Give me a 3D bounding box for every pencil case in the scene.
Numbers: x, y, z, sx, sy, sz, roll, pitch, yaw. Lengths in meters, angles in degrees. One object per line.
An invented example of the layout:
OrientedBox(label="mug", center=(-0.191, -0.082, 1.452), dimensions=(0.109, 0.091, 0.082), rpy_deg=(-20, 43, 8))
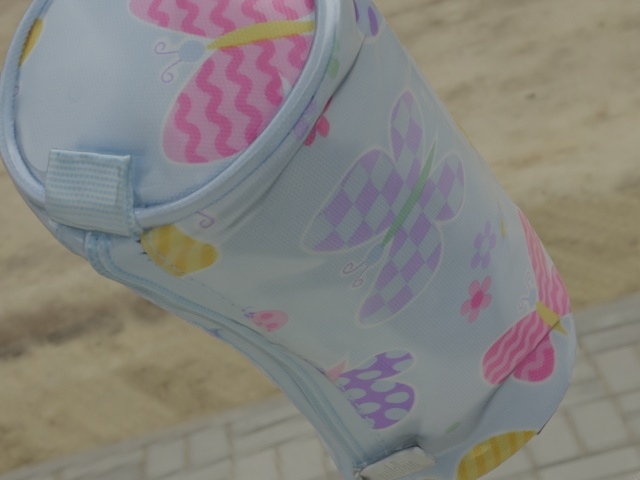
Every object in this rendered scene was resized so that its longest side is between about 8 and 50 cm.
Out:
OrientedBox(label="pencil case", center=(0.000, 0.000, 0.571), dimensions=(0.113, 0.273, 0.124), rpy_deg=(27, 78, 33))

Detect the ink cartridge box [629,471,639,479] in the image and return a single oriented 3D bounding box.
OrientedBox(label="ink cartridge box", center=(0.179, 0.105, 0.540), dimensions=(0.353, 0.119, 0.207), rpy_deg=(-22, -12, -47))
